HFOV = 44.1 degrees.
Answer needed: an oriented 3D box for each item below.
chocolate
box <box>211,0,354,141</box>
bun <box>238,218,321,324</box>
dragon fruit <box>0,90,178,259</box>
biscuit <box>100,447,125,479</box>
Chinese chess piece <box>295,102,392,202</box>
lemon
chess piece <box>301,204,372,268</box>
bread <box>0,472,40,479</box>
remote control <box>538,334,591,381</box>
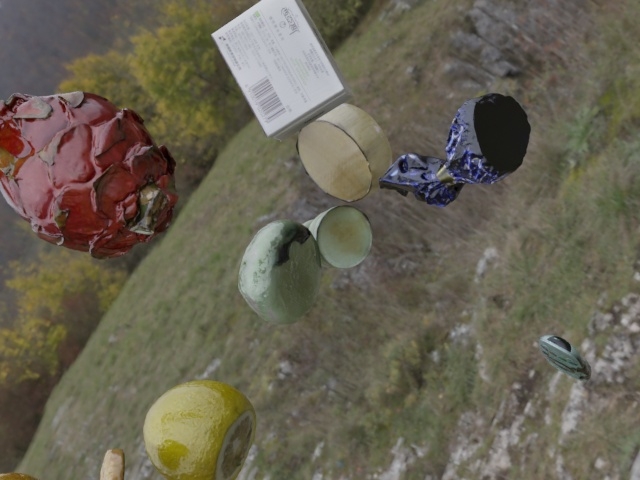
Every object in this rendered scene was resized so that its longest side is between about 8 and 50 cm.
[{"bbox_3d":[0.208,-0.116,1.286,0.343,0.148,0.126,145,124,-64],"label":"chocolate"},{"bbox_3d":[-0.078,-0.368,1.667,0.194,0.260,0.111,-29,-8,14],"label":"box"},{"bbox_3d":[-0.122,0.080,2.057,0.179,0.283,0.283,5,63,28],"label":"bun"},{"bbox_3d":[-0.404,-0.115,1.357,0.277,0.342,0.277,-53,-17,-25],"label":"dragon fruit"},{"bbox_3d":[-0.418,0.515,1.551,0.309,0.040,0.204,125,149,-58],"label":"biscuit"},{"bbox_3d":[0.060,-0.222,2.001,0.104,0.257,0.257,-43,7,-32],"label":"Chinese chess piece"},{"bbox_3d":[-0.275,0.421,1.737,0.240,0.219,0.240,16,-90,-73],"label":"lemon"},{"bbox_3d":[0.000,0.000,2.319,0.330,0.182,0.182,-9,56,65],"label":"chess piece"},{"bbox_3d":[-0.407,0.366,0.998,0.073,0.122,0.149,35,94,49],"label":"bread"},{"bbox_3d":[0.455,0.216,1.459,0.045,0.097,0.256,-59,-26,-4],"label":"remote control"}]
